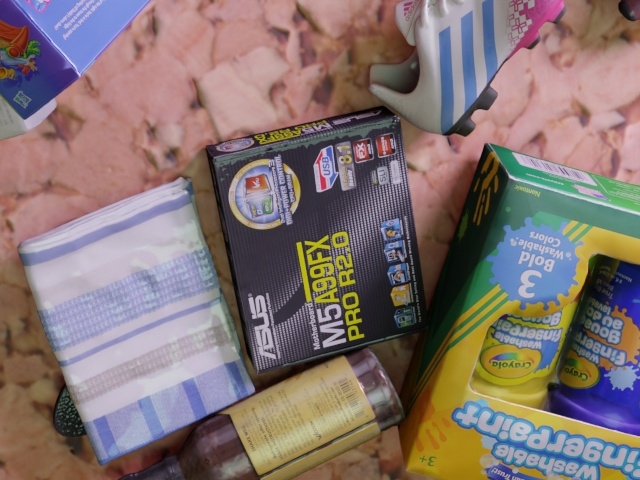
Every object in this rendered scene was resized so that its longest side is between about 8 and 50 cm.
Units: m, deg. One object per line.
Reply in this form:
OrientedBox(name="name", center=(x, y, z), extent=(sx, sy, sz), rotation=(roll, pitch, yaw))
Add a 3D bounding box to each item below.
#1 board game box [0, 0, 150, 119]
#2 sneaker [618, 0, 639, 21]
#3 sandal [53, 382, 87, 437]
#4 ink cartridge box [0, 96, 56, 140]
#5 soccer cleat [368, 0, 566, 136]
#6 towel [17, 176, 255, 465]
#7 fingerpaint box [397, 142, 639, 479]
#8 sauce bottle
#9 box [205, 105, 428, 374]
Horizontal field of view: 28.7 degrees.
OrientedBox(name="board game box", center=(-0.242, -0.291, 1.106), extent=(0.078, 0.347, 0.233), rotation=(-29, 110, 33))
OrientedBox(name="sneaker", center=(0.391, -0.305, 1.349), extent=(0.162, 0.106, 0.281), rotation=(-36, 157, 10))
OrientedBox(name="sandal", center=(-0.253, 0.141, 1.432), extent=(0.067, 0.040, 0.179), rotation=(23, 87, -27))
OrientedBox(name="ink cartridge box", center=(-0.486, -0.217, 1.206), extent=(0.384, 0.091, 0.308), rotation=(-11, 113, 16))
OrientedBox(name="soccer cleat", center=(0.165, -0.250, 1.316), extent=(0.143, 0.116, 0.331), rotation=(25, 125, -12))
OrientedBox(name="towel", center=(-0.199, 0.091, 1.401), extent=(0.209, 0.034, 0.285), rotation=(-23, 111, -19))
OrientedBox(name="fingerpaint box", center=(0.354, 0.131, 1.464), extent=(0.444, 0.163, 0.371), rotation=(16, 108, -7))
OrientedBox(name="sauce bottle", center=(-0.075, 0.238, 1.470), extent=(0.344, 0.111, 0.111), rotation=(-24, 113, -6))
OrientedBox(name="box", center=(0.000, 0.000, 1.434), extent=(0.216, 0.060, 0.270), rotation=(-13, 111, -11))
